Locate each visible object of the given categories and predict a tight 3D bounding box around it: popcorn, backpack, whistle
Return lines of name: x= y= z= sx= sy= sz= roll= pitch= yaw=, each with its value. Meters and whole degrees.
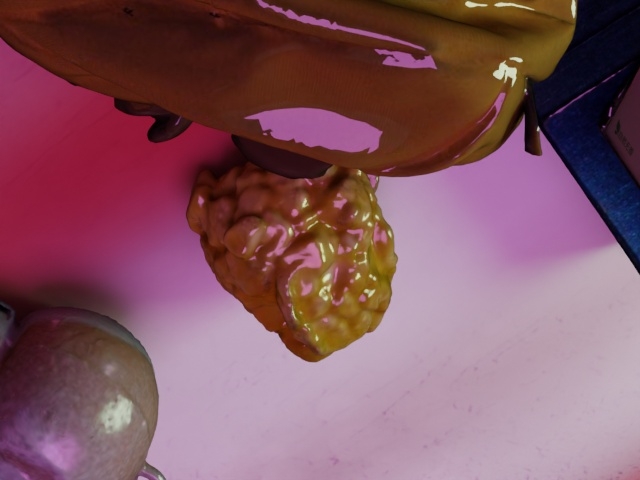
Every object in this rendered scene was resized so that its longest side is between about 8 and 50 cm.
popcorn: x=-0.018 y=0.003 z=1.136 sx=0.163 sy=0.140 sz=0.194 roll=-9 pitch=130 yaw=-15
backpack: x=-0.042 y=-0.148 z=0.881 sx=0.378 sy=0.353 sz=0.201 roll=15 pitch=97 yaw=2
whistle: x=-0.262 y=0.098 z=1.156 sx=0.348 sy=0.189 sz=0.189 roll=36 pitch=114 yaw=-12

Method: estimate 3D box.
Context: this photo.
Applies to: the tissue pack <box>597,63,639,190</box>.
tissue pack: x=0.310 y=-0.032 z=0.975 sx=0.148 sy=0.246 sz=0.092 roll=8 pitch=125 yaw=-23

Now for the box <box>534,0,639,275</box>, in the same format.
box: x=0.323 y=-0.107 z=1.152 sx=0.261 sy=0.116 sz=0.279 roll=-33 pitch=129 yaw=11
